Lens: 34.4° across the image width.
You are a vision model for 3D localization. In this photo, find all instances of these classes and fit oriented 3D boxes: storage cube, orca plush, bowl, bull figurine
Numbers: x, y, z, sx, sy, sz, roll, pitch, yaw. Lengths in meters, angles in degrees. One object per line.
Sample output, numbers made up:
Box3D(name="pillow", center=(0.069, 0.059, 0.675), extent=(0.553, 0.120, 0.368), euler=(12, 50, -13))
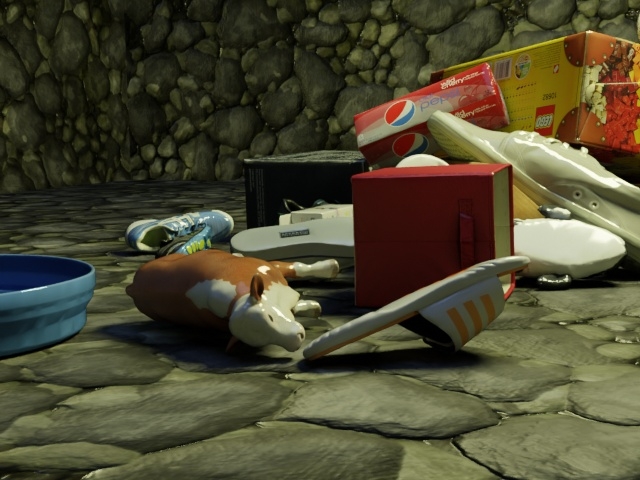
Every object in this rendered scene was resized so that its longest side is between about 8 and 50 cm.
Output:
Box3D(name="storage cube", center=(0.161, -0.008, 1.432), extent=(0.193, 0.184, 0.215), euler=(0, 7, 17))
Box3D(name="orca plush", center=(0.310, 0.039, 1.569), extent=(0.287, 0.102, 0.151), euler=(-11, 53, -4))
Box3D(name="bowl", center=(-0.470, 0.079, 1.248), extent=(0.391, 0.077, 0.391), euler=(-1, 7, 0))
Box3D(name="bull figurine", center=(-0.098, 0.064, 1.226), extent=(0.188, 0.101, 0.310), euler=(-2, 8, -43))

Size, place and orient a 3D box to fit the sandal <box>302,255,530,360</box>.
Box3D(name="sandal", center=(0.111, 0.092, 1.109), extent=(0.265, 0.076, 0.102), euler=(-23, -4, -11))

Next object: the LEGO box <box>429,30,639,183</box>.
Box3D(name="LEGO box", center=(0.481, -0.227, 1.963), extent=(0.372, 0.193, 0.500), euler=(9, -3, -25))

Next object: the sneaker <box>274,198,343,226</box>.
Box3D(name="sneaker", center=(0.030, -0.019, 1.874), extent=(0.267, 0.106, 0.101), euler=(4, 7, 24))

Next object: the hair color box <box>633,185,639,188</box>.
Box3D(name="hair color box", center=(0.545, -0.048, 1.989), extent=(0.374, 0.114, 0.185), euler=(5, 8, 40))

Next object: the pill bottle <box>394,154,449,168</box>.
Box3D(name="pill bottle", center=(0.139, -0.040, 1.661), extent=(0.119, 0.119, 0.208), euler=(-3, -24, -19))

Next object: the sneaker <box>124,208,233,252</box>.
Box3D(name="sneaker", center=(-0.269, -0.009, 1.995), extent=(0.211, 0.080, 0.081), euler=(-12, 15, -11))

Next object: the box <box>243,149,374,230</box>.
Box3D(name="box", center=(0.046, -0.092, 2.140), extent=(0.294, 0.183, 0.296), euler=(2, 9, 35))

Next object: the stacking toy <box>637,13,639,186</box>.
Box3D(name="stacking toy", center=(0.774, -0.286, 2.192), extent=(0.350, 0.480, 0.350), euler=(-18, -6, -2))

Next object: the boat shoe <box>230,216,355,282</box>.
Box3D(name="boat shoe", center=(-0.008, 0.022, 1.600), extent=(0.258, 0.084, 0.095), euler=(-2, 31, 4))

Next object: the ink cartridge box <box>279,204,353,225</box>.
Box3D(name="ink cartridge box", center=(0.000, 0.000, 1.707), extent=(0.061, 0.104, 0.181), euler=(2, 8, 26))

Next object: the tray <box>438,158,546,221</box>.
Box3D(name="tray", center=(0.264, -0.053, 1.818), extent=(0.203, 0.076, 0.411), euler=(38, -5, -15))

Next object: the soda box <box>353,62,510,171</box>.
Box3D(name="soda box", center=(0.196, -0.216, 1.849), extent=(0.263, 0.083, 0.092), euler=(-20, -40, 17))

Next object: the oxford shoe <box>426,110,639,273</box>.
Box3D(name="oxford shoe", center=(0.373, -0.106, 1.692), extent=(0.449, 0.130, 0.169), euler=(33, -3, 26))

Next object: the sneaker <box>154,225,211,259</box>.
Box3D(name="sneaker", center=(-0.238, 0.011, 1.806), extent=(0.078, 0.067, 0.188), euler=(6, 11, 9))
